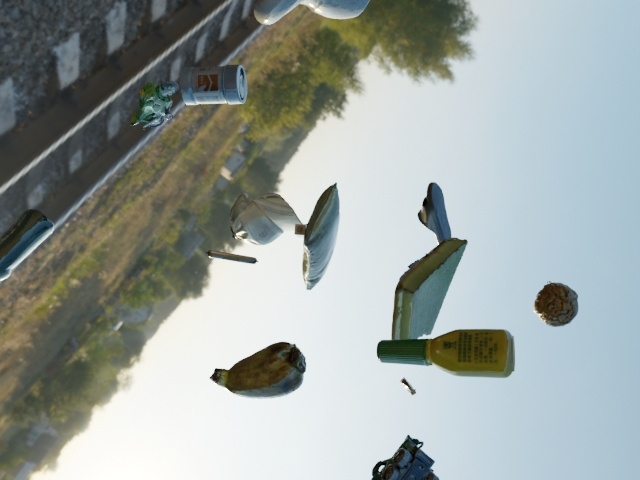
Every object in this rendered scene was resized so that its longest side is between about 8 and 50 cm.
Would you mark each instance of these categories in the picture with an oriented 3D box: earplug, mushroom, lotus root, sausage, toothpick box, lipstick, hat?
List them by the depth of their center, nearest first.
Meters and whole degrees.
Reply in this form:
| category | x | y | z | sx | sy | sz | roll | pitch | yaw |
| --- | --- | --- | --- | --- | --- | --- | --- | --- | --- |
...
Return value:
| category | x | y | z | sx | sy | sz | roll | pitch | yaw |
| --- | --- | --- | --- | --- | --- | --- | --- | --- | --- |
| sausage | -0.165 | 0.031 | 1.040 | 0.015 | 0.100 | 0.015 | -170 | -90 | -75 |
| lotus root | -0.119 | 0.263 | 1.102 | 0.190 | 0.095 | 0.108 | -16 | -144 | 4 |
| mushroom | 0.219 | 0.364 | 1.390 | 0.019 | 0.049 | 0.101 | -42 | 164 | -3 |
| earplug | -0.019 | -0.638 | 1.422 | 0.325 | 0.175 | 0.214 | -21 | -160 | -15 |
| toothpick box | -0.280 | -0.409 | 1.467 | 0.101 | 0.153 | 0.101 | -1 | 90 | -82 |
| lipstick | -0.044 | -0.020 | 1.516 | 0.129 | 0.030 | 0.030 | 43 | 52 | -79 |
| hat | -0.152 | -0.038 | 1.706 | 0.225 | 0.219 | 0.164 | 25 | -104 | 39 |

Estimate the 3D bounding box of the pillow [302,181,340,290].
| category | x | y | z | sx | sy | sz | roll | pitch | yaw |
| --- | --- | --- | --- | --- | --- | --- | --- | --- | --- |
| pillow | 0.000 | 0.000 | 1.424 | 0.302 | 0.074 | 0.185 | 92 | 20 | -64 |

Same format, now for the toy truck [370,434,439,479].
| category | x | y | z | sx | sy | sz | roll | pitch | yaw |
| --- | --- | --- | --- | --- | --- | --- | --- | --- | --- |
| toy truck | 0.234 | 0.807 | 1.803 | 0.363 | 0.176 | 0.178 | -51 | -168 | -13 |

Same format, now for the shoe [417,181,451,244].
| category | x | y | z | sx | sy | sz | roll | pitch | yaw |
| --- | --- | --- | --- | --- | --- | --- | --- | --- | --- |
| shoe | 0.379 | -0.079 | 1.909 | 0.093 | 0.241 | 0.108 | -3 | -148 | 33 |

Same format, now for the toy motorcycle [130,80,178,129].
| category | x | y | z | sx | sy | sz | roll | pitch | yaw |
| --- | --- | --- | --- | --- | --- | --- | --- | --- | --- |
| toy motorcycle | -0.481 | -0.393 | 1.605 | 0.106 | 0.074 | 0.190 | -8 | 155 | -38 |

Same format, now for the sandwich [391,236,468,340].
| category | x | y | z | sx | sy | sz | roll | pitch | yaw |
| --- | --- | --- | --- | --- | --- | --- | --- | --- | --- |
| sandwich | 0.248 | 0.129 | 1.296 | 0.245 | 0.063 | 0.212 | -34 | 137 | -38 |

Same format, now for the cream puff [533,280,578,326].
| category | x | y | z | sx | sy | sz | roll | pitch | yaw |
| --- | --- | --- | --- | --- | --- | --- | --- | --- | --- |
| cream puff | 0.721 | 0.194 | 1.702 | 0.144 | 0.126 | 0.103 | -65 | 152 | -15 |

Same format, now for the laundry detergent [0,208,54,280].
| category | x | y | z | sx | sy | sz | roll | pitch | yaw |
| --- | --- | --- | --- | --- | --- | --- | --- | --- | --- |
| laundry detergent | -0.702 | 0.032 | 1.245 | 0.144 | 0.078 | 0.222 | -9 | -138 | 52 |

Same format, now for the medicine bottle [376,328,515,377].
| category | x | y | z | sx | sy | sz | roll | pitch | yaw |
| --- | --- | --- | --- | --- | --- | --- | --- | --- | --- |
| medicine bottle | 0.237 | 0.215 | 1.073 | 0.260 | 0.064 | 0.095 | -3 | -124 | 22 |
